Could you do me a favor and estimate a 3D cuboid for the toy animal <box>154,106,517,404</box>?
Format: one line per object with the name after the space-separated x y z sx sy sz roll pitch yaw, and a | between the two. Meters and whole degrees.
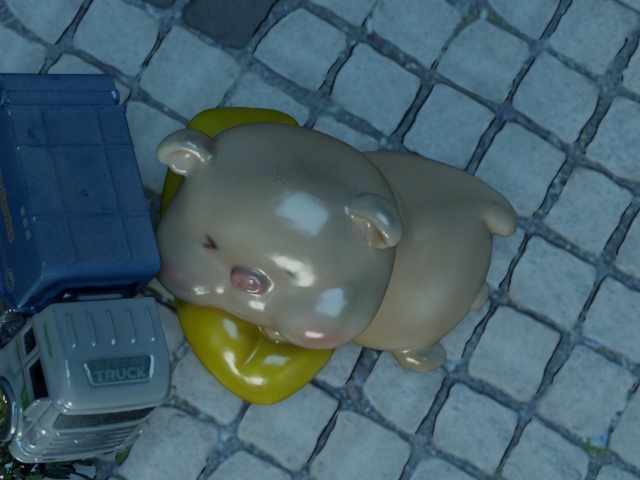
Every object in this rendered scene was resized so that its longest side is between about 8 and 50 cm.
-0.003 0.022 1.687 0.345 0.247 0.277 20 83 -3 | toy animal

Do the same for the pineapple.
-0.323 0.198 1.713 0.221 0.083 0.103 -11 85 -10 | pineapple

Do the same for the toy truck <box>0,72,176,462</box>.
-0.242 0.009 1.665 0.146 0.175 0.367 -5 69 -32 | toy truck
